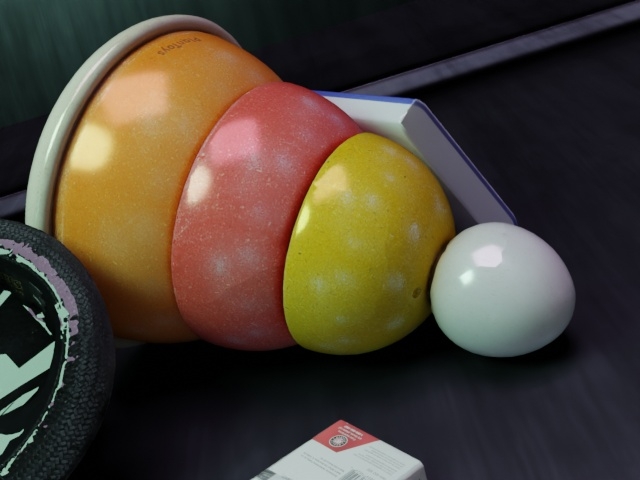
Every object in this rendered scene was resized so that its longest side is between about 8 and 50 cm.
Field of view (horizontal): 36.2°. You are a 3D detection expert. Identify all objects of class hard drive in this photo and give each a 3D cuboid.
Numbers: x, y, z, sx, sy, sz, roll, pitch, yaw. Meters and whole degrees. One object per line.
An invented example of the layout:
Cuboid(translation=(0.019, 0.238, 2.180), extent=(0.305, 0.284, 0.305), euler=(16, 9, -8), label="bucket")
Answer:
Cuboid(translation=(0.052, -0.091, 1.122), extent=(0.319, 0.210, 0.040), euler=(16, 67, 52), label="hard drive")

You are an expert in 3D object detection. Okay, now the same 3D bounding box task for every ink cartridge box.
Cuboid(translation=(-0.002, 0.196, 0.689), extent=(0.135, 0.056, 0.099), euler=(-29, 25, -28), label="ink cartridge box")

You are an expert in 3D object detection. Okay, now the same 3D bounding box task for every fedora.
Cuboid(translation=(-0.323, 0.144, 0.852), extent=(0.334, 0.152, 0.334), euler=(-4, 65, 8), label="fedora")

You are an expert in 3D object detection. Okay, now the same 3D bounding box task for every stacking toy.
Cuboid(translation=(0.000, 0.000, 0.920), extent=(0.480, 0.350, 0.350), euler=(19, 38, 28), label="stacking toy")
